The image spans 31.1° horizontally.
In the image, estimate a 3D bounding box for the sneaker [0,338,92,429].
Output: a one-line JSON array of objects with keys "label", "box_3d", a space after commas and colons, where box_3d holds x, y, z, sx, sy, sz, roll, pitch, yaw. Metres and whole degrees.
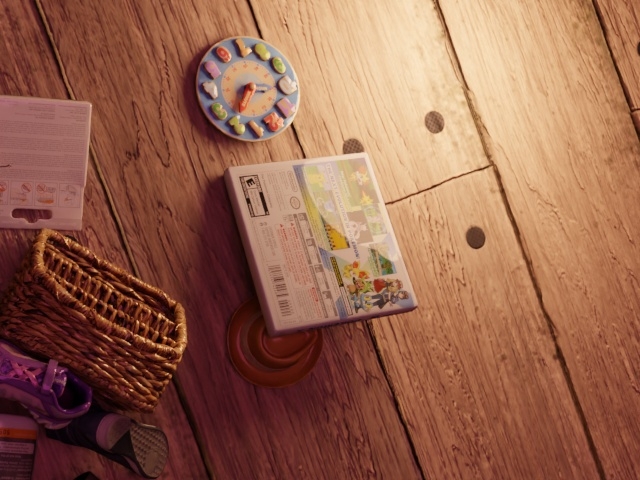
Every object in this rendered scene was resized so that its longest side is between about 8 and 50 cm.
[{"label": "sneaker", "box_3d": [-0.442, 0.211, 1.753, 0.236, 0.104, 0.095, 36, 57, -36]}]

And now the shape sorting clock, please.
[{"label": "shape sorting clock", "box_3d": [-0.134, -0.285, 2.153, 0.206, 0.040, 0.206, 4, 81, -25]}]

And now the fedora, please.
[{"label": "fedora", "box_3d": [-0.071, 0.179, 2.099, 0.194, 0.079, 0.194, 4, 81, -25]}]

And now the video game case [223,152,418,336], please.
[{"label": "video game case", "box_3d": [0.000, 0.000, 2.133, 0.300, 0.036, 0.329, -8, 70, -26]}]

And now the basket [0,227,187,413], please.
[{"label": "basket", "box_3d": [-0.365, 0.124, 1.893, 0.299, 0.213, 0.223, 33, 71, -18]}]

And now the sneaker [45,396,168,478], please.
[{"label": "sneaker", "box_3d": [-0.363, 0.328, 1.942, 0.086, 0.163, 0.226, -68, 151, -22]}]

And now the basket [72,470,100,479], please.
[{"label": "basket", "box_3d": [-0.359, 0.507, 1.885, 0.204, 0.154, 0.227, -41, 97, -22]}]

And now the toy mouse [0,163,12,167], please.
[{"label": "toy mouse", "box_3d": [-0.610, -0.096, 1.899, 0.161, 0.031, 0.143, 25, 97, -9]}]

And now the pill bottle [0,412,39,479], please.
[{"label": "pill bottle", "box_3d": [-0.538, 0.408, 1.802, 0.162, 0.162, 0.278, 10, 78, -24]}]

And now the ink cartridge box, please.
[{"label": "ink cartridge box", "box_3d": [-0.493, -0.134, 1.970, 0.181, 0.056, 0.224, 2, 101, -25]}]
